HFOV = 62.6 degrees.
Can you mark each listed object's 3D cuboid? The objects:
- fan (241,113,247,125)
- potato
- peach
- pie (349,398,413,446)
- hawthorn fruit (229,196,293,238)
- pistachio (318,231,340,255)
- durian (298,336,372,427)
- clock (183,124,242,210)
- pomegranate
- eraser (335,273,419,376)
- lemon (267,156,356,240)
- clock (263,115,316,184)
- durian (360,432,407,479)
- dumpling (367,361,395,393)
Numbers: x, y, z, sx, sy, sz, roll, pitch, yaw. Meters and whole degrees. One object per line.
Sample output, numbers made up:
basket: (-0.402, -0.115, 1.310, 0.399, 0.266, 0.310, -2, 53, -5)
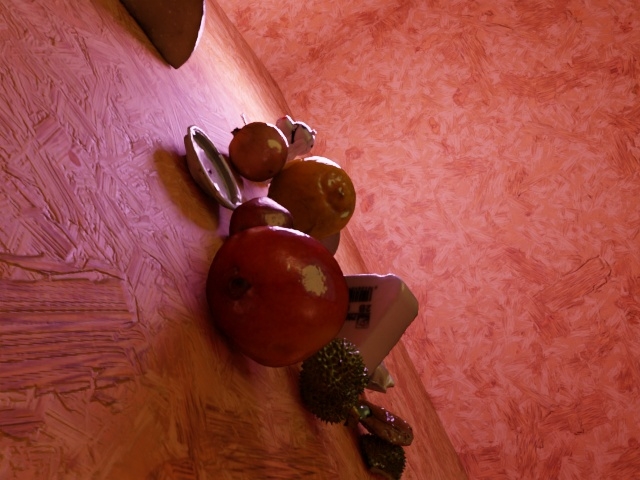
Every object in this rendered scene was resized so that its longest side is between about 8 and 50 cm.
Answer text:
fan: (-0.276, -0.417, 2.089, 0.226, 0.008, 0.152, 66, 11, 21)
potato: (-0.429, -0.712, 1.511, 0.330, 0.213, 0.280, 56, 12, -40)
peach: (-0.082, 0.106, 0.991, 0.281, 0.238, 0.280, -3, 94, -50)
pie: (0.162, 0.494, 1.433, 0.195, 0.046, 0.195, 24, 1, 0)
hawthorn fruit: (-0.156, -0.025, 1.245, 0.162, 0.163, 0.203, 64, 20, 12)
pistachio: (0.000, 0.000, 1.995, 0.237, 0.153, 0.137, 95, -12, -55)
durian: (0.021, 0.316, 1.187, 0.146, 0.159, 0.198, 16, 69, -37)
clock: (-0.271, -0.167, 1.283, 0.236, 0.053, 0.236, 62, 9, -16)
pomegranate: (-0.193, -0.276, 1.623, 0.191, 0.191, 0.191, 59, 10, -17)
eraser: (0.136, 0.219, 1.570, 0.150, 0.331, 0.331, 52, 14, -44)
lemon: (-0.031, -0.134, 1.712, 0.297, 0.297, 0.297, 59, 10, -17)
clock: (-0.135, -0.337, 1.895, 0.189, 0.254, 0.189, 54, 14, -19)
durian: (0.186, 0.589, 1.445, 0.220, 0.096, 0.137, 60, 9, -45)
dumpling: (0.153, 0.421, 1.705, 0.199, 0.118, 0.136, 36, 22, 9)
